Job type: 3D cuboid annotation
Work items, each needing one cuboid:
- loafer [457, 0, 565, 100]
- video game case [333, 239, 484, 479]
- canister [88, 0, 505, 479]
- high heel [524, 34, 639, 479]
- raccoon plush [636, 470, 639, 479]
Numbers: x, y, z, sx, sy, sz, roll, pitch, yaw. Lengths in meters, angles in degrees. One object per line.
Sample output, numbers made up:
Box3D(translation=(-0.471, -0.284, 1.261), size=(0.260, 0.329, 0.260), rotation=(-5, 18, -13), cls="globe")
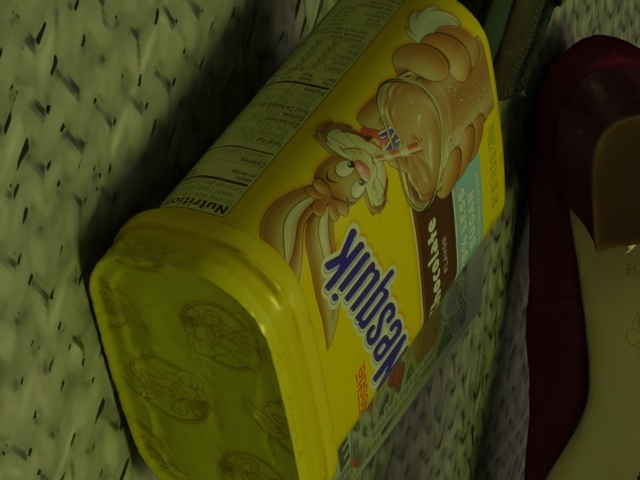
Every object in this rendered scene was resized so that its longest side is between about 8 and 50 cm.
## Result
Box3D(translation=(0.106, -0.180, 0.796), size=(0.096, 0.084, 0.267), rotation=(-124, -140, -64), cls="loafer")
Box3D(translation=(0.035, -0.015, 0.902), size=(0.227, 0.026, 0.206), rotation=(-46, 141, -57), cls="video game case")
Box3D(translation=(0.000, 0.000, 0.708), size=(0.170, 0.073, 0.126), rotation=(-53, 145, -38), cls="canister")
Box3D(translation=(0.178, 0.070, 1.182), size=(0.181, 0.127, 0.377), rotation=(-93, -174, -69), cls="high heel")
Box3D(translation=(0.119, 0.287, 0.966), size=(0.216, 0.299, 0.446), rotation=(24, 64, -47), cls="raccoon plush")
